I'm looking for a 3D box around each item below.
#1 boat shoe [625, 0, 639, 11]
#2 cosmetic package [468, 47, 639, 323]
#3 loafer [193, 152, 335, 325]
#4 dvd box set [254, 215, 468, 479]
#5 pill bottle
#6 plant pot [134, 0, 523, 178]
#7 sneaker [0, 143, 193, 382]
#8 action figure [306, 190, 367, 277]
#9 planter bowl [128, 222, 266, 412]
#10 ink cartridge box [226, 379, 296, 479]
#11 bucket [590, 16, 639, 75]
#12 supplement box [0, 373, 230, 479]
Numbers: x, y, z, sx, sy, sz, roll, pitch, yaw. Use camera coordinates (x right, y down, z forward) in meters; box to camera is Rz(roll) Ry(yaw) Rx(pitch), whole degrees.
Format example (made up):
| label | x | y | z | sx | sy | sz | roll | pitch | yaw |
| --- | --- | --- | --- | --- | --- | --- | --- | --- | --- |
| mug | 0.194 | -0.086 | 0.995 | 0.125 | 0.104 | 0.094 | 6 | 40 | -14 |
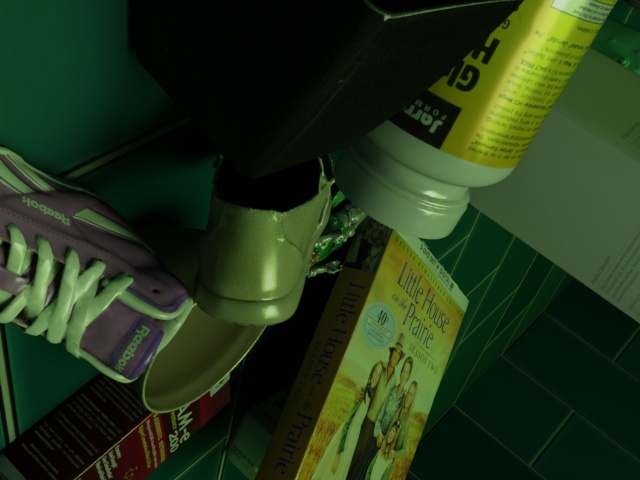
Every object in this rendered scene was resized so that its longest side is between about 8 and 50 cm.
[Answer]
| label | x | y | z | sx | sy | sz | roll | pitch | yaw |
| --- | --- | --- | --- | --- | --- | --- | --- | --- | --- |
| boat shoe | 0.665 | -0.478 | 1.492 | 0.324 | 0.123 | 0.116 | -32 | 149 | -46 |
| cosmetic package | 0.326 | -0.097 | 1.034 | 0.156 | 0.385 | 0.217 | -36 | 156 | -34 |
| loafer | -0.034 | -0.044 | 0.643 | 0.268 | 0.101 | 0.092 | -87 | -171 | -56 |
| dvd box set | 0.071 | 0.211 | 1.150 | 0.307 | 0.062 | 0.420 | 46 | 63 | -52 |
| pill bottle | 0.143 | -0.175 | 0.801 | 0.188 | 0.188 | 0.334 | -19 | 141 | -55 |
| plant pot | -0.013 | -0.151 | 0.550 | 0.187 | 0.188 | 0.167 | -26 | 158 | -49 |
| sneaker | -0.173 | 0.017 | 0.500 | 0.102 | 0.161 | 0.282 | -55 | 158 | 11 |
| action figure | 0.000 | 0.000 | 0.973 | 0.232 | 0.063 | 0.137 | -38 | 158 | -24 |
| planter bowl | -0.127 | 0.053 | 0.720 | 0.162 | 0.109 | 0.162 | -44 | 158 | -23 |
| ink cartridge box | -0.002 | 0.309 | 1.298 | 0.237 | 0.172 | 0.100 | -23 | 144 | -52 |
| bucket | 0.379 | -0.210 | 1.240 | 0.281 | 0.183 | 0.281 | -42 | 156 | -24 |
| supplement box | -0.200 | 0.192 | 0.845 | 0.239 | 0.073 | 0.130 | -41 | 156 | -30 |
